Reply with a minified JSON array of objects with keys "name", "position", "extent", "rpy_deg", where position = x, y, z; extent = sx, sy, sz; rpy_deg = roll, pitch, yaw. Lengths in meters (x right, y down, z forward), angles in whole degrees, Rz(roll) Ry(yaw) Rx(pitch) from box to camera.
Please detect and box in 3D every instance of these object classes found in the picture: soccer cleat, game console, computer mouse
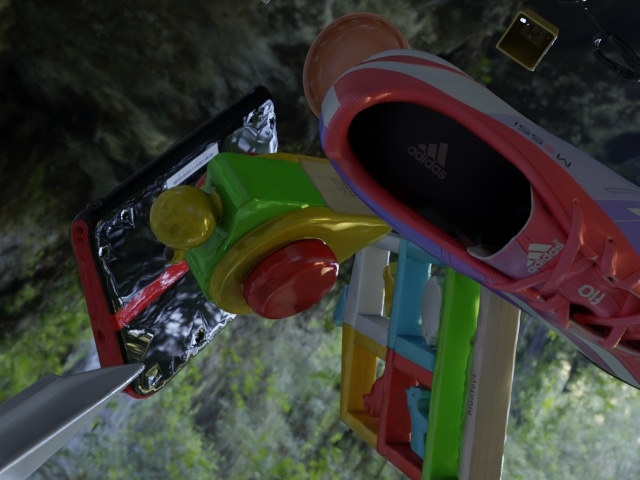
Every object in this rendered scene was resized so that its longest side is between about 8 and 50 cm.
[{"name":"soccer cleat","position":[0.135,0.011,0.459],"extent":[0.318,0.116,0.108],"rpy_deg":[34,-70,3]},{"name":"game console","position":[-0.180,0.005,1.252],"extent":[0.060,0.386,0.342],"rpy_deg":[19,-46,27]},{"name":"computer mouse","position":[0.350,-0.304,1.138],"extent":[0.242,0.041,0.071],"rpy_deg":[49,-27,-21]}]

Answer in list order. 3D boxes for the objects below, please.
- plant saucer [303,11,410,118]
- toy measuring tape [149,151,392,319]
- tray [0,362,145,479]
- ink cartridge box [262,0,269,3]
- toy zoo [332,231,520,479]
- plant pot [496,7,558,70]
[{"name":"plant saucer","position":[0.065,-0.277,1.480],"extent":[0.200,0.200,0.037],"rpy_deg":[20,9,28]},{"name":"toy measuring tape","position":[0.000,0.000,0.675],"extent":[0.121,0.121,0.330],"rpy_deg":[9,4,41]},{"name":"tray","position":[-0.196,0.133,0.366],"extent":[0.030,0.270,0.145],"rpy_deg":[49,-57,3]},{"name":"ink cartridge box","position":[-0.061,-0.447,1.286],"extent":[0.104,0.061,0.181],"rpy_deg":[34,-52,-22]},{"name":"toy zoo","position":[0.075,0.094,0.770],"extent":[0.030,0.192,0.293],"rpy_deg":[4,5,-20]},{"name":"plant pot","position":[0.383,-0.373,1.620],"extent":[0.081,0.083,0.081],"rpy_deg":[36,-54,5]}]
